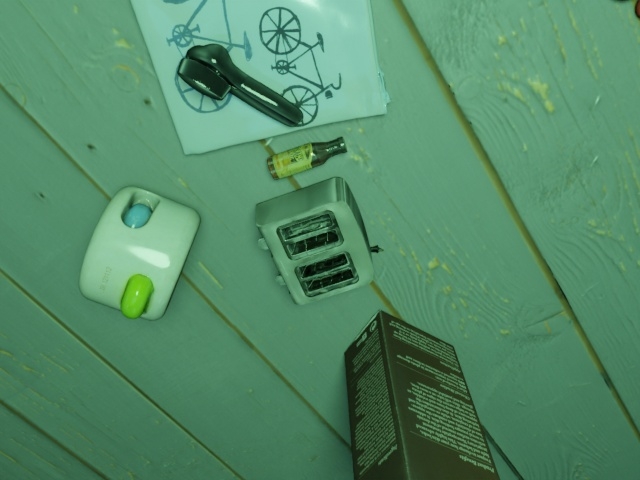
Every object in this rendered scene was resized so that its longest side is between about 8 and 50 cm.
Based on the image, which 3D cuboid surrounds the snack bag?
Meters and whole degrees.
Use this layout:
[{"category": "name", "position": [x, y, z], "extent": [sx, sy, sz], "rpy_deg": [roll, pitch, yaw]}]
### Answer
[{"category": "snack bag", "position": [-0.086, -0.306, 0.711], "extent": [0.342, 0.037, 0.323], "rpy_deg": [-10, 118, 5]}]

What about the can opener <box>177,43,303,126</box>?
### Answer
[{"category": "can opener", "position": [-0.109, -0.215, 0.713], "extent": [0.186, 0.059, 0.073], "rpy_deg": [25, 90, -24]}]

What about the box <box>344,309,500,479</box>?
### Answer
[{"category": "box", "position": [0.161, 0.314, 0.848], "extent": [0.191, 0.381, 0.143], "rpy_deg": [28, 115, -15]}]

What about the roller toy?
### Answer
[{"category": "roller toy", "position": [-0.288, 0.018, 0.796], "extent": [0.146, 0.209, 0.191], "rpy_deg": [22, 81, -12]}]

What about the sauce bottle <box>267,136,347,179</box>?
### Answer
[{"category": "sauce bottle", "position": [-0.021, -0.134, 0.801], "extent": [0.128, 0.042, 0.042], "rpy_deg": [-19, 117, 7]}]

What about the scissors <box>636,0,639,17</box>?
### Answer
[{"category": "scissors", "position": [0.485, -0.431, 0.623], "extent": [0.108, 0.021, 0.297], "rpy_deg": [13, 130, -12]}]

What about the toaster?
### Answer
[{"category": "toaster", "position": [0.000, 0.000, 0.833], "extent": [0.185, 0.110, 0.168], "rpy_deg": [-18, 118, 8]}]
